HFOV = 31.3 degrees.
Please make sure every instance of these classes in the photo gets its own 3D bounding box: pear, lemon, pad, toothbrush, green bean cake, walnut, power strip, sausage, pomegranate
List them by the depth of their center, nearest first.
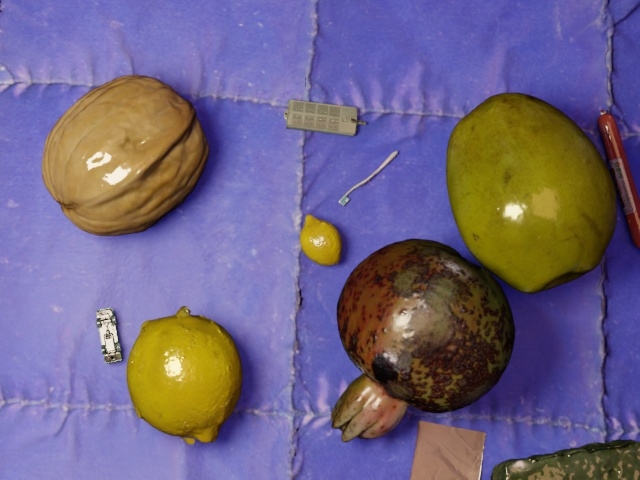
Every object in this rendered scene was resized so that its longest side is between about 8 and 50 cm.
[{"bbox_3d":[-0.201,0.205,1.705,0.174,0.173,0.206,-14,83,-9],"label":"lemon"},{"bbox_3d":[0.129,0.168,1.717,0.285,0.285,0.340,34,102,-1],"label":"pomegranate"},{"bbox_3d":[-0.292,-0.129,1.726,0.225,0.225,0.261,45,74,1],"label":"walnut"},{"bbox_3d":[0.399,0.440,1.760,0.255,0.132,0.241,-10,82,-6],"label":"green bean cake"},{"bbox_3d":[0.320,-0.071,1.771,0.253,0.253,0.307,-23,72,-10],"label":"pear"},{"bbox_3d":[0.195,0.387,1.807,0.113,0.006,0.187,10,79,-4],"label":"pad"},{"bbox_3d":[0.000,0.000,1.813,0.065,0.065,0.092,-31,91,-10],"label":"lemon"},{"bbox_3d":[0.079,-0.103,1.865,0.131,0.011,0.013,-43,76,-10],"label":"toothbrush"},{"bbox_3d":[0.008,-0.200,1.867,0.136,0.019,0.050,7,79,-5],"label":"power strip"},{"bbox_3d":[0.506,-0.099,1.902,0.034,0.034,0.253,-14,82,-9],"label":"sausage"}]

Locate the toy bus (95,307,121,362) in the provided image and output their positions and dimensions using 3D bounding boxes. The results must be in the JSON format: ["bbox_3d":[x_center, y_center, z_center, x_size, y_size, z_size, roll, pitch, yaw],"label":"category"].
[{"bbox_3d":[-0.327,0.148,1.766,0.031,0.037,0.083,-11,82,-7],"label":"toy bus"}]
